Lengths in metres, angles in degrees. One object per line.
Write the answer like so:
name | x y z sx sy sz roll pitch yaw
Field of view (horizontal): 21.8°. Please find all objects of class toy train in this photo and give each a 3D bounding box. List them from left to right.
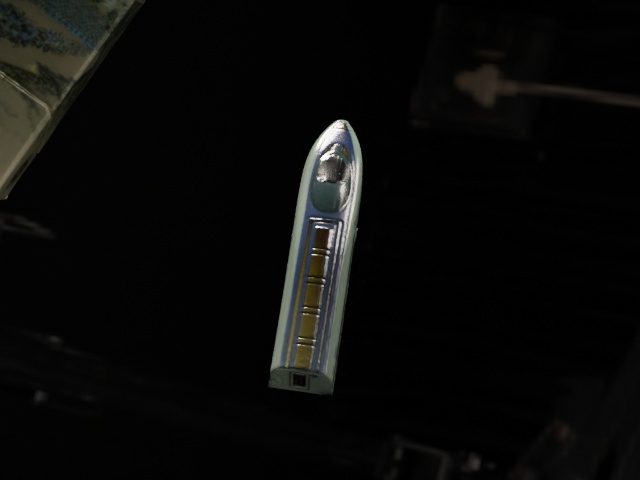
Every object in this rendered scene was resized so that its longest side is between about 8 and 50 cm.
toy train | 0.000 0.000 1.339 0.048 0.055 0.252 83 -167 -61

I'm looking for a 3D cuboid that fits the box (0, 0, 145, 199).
box | -0.204 -0.173 1.075 0.256 0.164 0.069 -54 4 4
